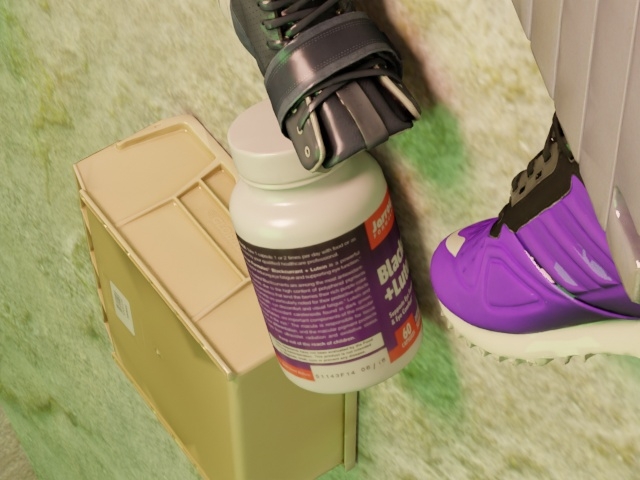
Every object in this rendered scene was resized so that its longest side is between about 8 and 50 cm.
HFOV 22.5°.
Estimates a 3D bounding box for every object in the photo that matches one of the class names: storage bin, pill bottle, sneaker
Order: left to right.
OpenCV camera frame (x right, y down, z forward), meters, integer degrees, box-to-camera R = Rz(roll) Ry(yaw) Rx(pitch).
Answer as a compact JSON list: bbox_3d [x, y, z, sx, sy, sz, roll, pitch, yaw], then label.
[{"bbox_3d":[-0.092,0.069,1.385,0.260,0.123,0.262,49,157,29],"label":"storage bin"},{"bbox_3d":[-0.004,-0.137,0.926,0.226,0.086,0.163,81,163,-65],"label":"sneaker"},{"bbox_3d":[0.000,0.000,1.095,0.108,0.108,0.193,34,148,50],"label":"pill bottle"},{"bbox_3d":[0.142,-0.019,0.771,0.293,0.102,0.146,4,118,60],"label":"sneaker"}]

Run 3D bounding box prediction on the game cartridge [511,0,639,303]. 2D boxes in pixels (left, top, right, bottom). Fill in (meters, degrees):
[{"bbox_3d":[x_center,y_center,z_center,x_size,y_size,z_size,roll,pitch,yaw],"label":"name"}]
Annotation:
[{"bbox_3d":[0.114,-0.173,0.547,0.355,0.068,0.230,86,176,-52],"label":"game cartridge"}]
